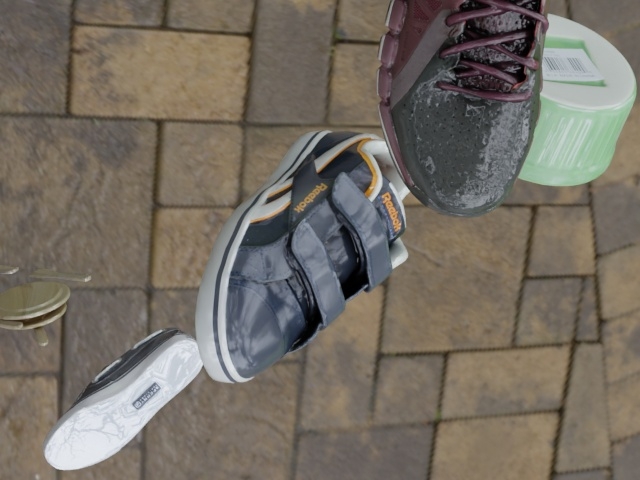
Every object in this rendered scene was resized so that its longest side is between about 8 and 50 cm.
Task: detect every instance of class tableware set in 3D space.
[{"bbox_3d":[-0.361,0.073,1.224,0.128,0.194,0.039,-42,130,-53],"label":"tableware set"}]

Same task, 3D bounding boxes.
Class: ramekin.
[{"bbox_3d":[0.373,-0.247,1.837,0.303,0.303,0.148,-2,138,-21],"label":"ramekin"}]

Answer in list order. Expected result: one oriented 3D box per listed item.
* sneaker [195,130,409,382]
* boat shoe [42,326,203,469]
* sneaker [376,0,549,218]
[{"bbox_3d":[0.000,0.000,1.005,0.321,0.128,0.126,-62,144,-43],"label":"sneaker"},{"bbox_3d":[-0.331,0.250,1.802,0.301,0.102,0.108,-42,124,-13],"label":"boat shoe"},{"bbox_3d":[0.094,-0.148,0.634,0.106,0.162,0.281,2,96,-3],"label":"sneaker"}]
